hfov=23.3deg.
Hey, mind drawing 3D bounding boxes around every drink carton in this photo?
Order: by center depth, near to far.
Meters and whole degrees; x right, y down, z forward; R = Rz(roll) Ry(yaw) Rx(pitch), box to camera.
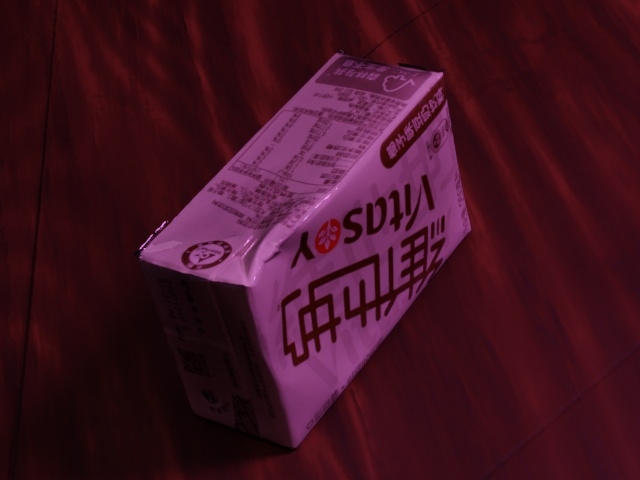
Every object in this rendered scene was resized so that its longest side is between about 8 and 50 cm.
[{"bbox_3d":[0.000,-0.001,1.394,0.132,0.194,0.324,14,46,34],"label":"drink carton"}]
